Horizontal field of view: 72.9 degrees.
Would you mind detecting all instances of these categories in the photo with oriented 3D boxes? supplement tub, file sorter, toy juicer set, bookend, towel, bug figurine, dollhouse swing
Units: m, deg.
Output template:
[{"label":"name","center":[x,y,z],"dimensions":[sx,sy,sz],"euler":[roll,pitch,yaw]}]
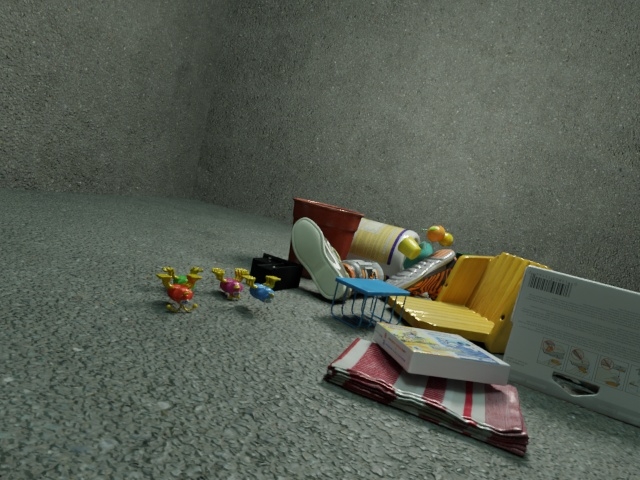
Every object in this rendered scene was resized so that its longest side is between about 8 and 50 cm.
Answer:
[{"label":"supplement tub","center":[0.118,0.122,1.442],"dimensions":[0.117,0.116,0.190],"euler":[18,9,36]},{"label":"file sorter","center":[0.128,0.165,1.144],"dimensions":[0.170,0.104,0.118],"euler":[8,8,-42]},{"label":"toy juicer set","center":[0.405,0.048,1.650],"dimensions":[0.089,0.209,0.329],"euler":[51,-6,36]},{"label":"bookend","center":[-0.162,0.093,1.327],"dimensions":[0.157,0.072,0.156],"euler":[16,7,28]},{"label":"towel","center":[0.193,0.258,0.788],"dimensions":[0.329,0.037,0.237],"euler":[15,6,18]},{"label":"bug figurine","center":[-0.246,0.110,1.013],"dimensions":[0.279,0.072,0.216],"euler":[4,4,-31]},{"label":"dollhouse swing","center":[0.426,0.139,1.280],"dimensions":[0.305,0.315,0.347],"euler":[26,4,-13]},{"label":"supplement tub","center":[0.218,0.041,1.795],"dimensions":[0.332,0.240,0.241],"euler":[17,8,29]}]

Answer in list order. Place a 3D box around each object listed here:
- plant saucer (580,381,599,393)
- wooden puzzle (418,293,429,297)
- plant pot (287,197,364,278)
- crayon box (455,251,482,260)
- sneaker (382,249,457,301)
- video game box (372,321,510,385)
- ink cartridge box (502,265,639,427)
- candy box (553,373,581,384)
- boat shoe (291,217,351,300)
[{"label":"plant saucer","center":[0.659,0.265,0.958],"dimensions":[0.195,0.194,0.037],"euler":[16,11,20]},{"label":"wooden puzzle","center":[0.396,0.214,1.701],"dimensions":[0.049,0.006,0.083],"euler":[9,7,-32]},{"label":"plant pot","center":[0.000,0.000,1.604],"dimensions":[0.273,0.264,0.272],"euler":[14,6,-1]},{"label":"crayon box","center":[0.664,0.171,1.732],"dimensions":[0.323,0.203,0.083],"euler":[10,8,-27]},{"label":"sneaker","center":[0.368,0.173,1.510],"dimensions":[0.321,0.180,0.125],"euler":[-25,14,-17]},{"label":"video game box","center":[0.232,0.222,0.864],"dimensions":[0.205,0.048,0.187],"euler":[12,1,-14]},{"label":"ink cartridge box","center":[0.565,0.217,0.931],"dimensions":[0.297,0.261,0.066],"euler":[16,-1,22]},{"label":"candy box","center":[0.661,0.273,1.048],"dimensions":[0.234,0.159,0.071],"euler":[16,6,32]},{"label":"boat shoe","center":[0.002,0.060,1.355],"dimensions":[0.091,0.109,0.305],"euler":[33,24,-56]}]
